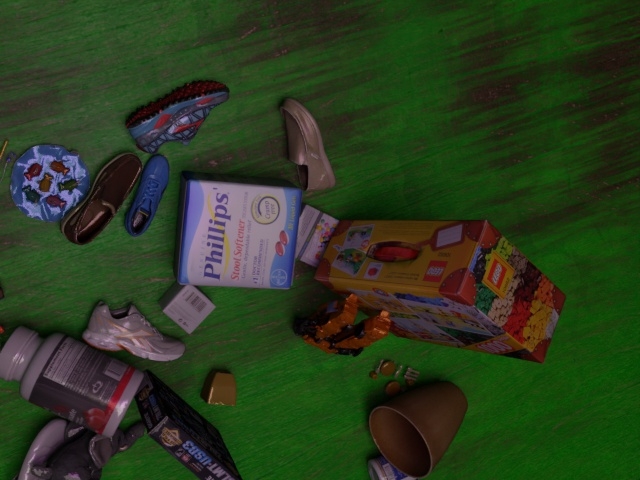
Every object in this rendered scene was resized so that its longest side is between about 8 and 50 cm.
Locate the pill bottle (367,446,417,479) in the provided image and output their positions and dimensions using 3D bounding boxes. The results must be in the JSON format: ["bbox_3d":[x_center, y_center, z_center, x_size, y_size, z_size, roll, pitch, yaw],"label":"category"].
[{"bbox_3d":[0.248,0.688,2.256,0.186,0.112,0.112,-18,109,-16],"label":"pill bottle"}]

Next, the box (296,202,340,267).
[{"bbox_3d":[0.000,0.000,2.021,0.186,0.038,0.145,26,94,-26],"label":"box"}]

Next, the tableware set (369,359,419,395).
[{"bbox_3d":[0.217,0.415,2.224,0.154,0.024,0.104,21,99,-26],"label":"tableware set"}]

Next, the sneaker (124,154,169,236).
[{"bbox_3d":[-0.418,-0.107,1.808,0.069,0.082,0.209,22,94,-23],"label":"sneaker"}]

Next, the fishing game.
[{"bbox_3d":[-0.631,-0.132,1.740,0.264,0.041,0.189,27,92,-27],"label":"fishing game"}]

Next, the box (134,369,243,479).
[{"bbox_3d":[-0.340,0.489,1.876,0.073,0.293,0.295,-44,115,-5],"label":"box"}]

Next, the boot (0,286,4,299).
[{"bbox_3d":[-0.836,0.113,1.677,0.219,0.082,0.106,-24,109,-49],"label":"boot"}]

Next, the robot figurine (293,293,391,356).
[{"bbox_3d":[0.055,0.235,1.992,0.211,0.291,0.085,29,61,-18],"label":"robot figurine"}]

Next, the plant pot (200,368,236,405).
[{"bbox_3d":[-0.271,0.394,1.998,0.081,0.081,0.083,9,88,-23],"label":"plant pot"}]

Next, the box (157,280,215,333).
[{"bbox_3d":[-0.345,0.163,1.902,0.102,0.087,0.101,-46,115,-4],"label":"box"}]

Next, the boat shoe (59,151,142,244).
[{"bbox_3d":[-0.503,-0.092,1.754,0.257,0.095,0.095,-54,132,-3],"label":"boat shoe"}]

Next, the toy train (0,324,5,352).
[{"bbox_3d":[-0.836,0.224,1.752,0.166,0.046,0.125,11,101,-20],"label":"toy train"}]

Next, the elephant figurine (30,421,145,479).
[{"bbox_3d":[-0.571,0.520,1.860,0.169,0.186,0.239,25,64,4],"label":"elephant figurine"}]

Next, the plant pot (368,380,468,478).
[{"bbox_3d":[0.313,0.528,2.191,0.254,0.237,0.237,-30,114,-36],"label":"plant pot"}]

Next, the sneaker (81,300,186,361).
[{"bbox_3d":[-0.459,0.227,1.873,0.262,0.099,0.121,17,93,-25],"label":"sneaker"}]

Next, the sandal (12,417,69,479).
[{"bbox_3d":[-0.737,0.645,1.861,0.102,0.169,0.417,15,93,18],"label":"sandal"}]

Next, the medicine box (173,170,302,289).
[{"bbox_3d":[-0.213,-0.025,1.864,0.289,0.149,0.264,3,102,-19],"label":"medicine box"}]

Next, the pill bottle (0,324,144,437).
[{"bbox_3d":[-0.603,0.329,1.774,0.318,0.176,0.176,27,93,-7],"label":"pill bottle"}]

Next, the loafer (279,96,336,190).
[{"bbox_3d":[-0.044,-0.238,1.907,0.092,0.102,0.269,-32,114,-17],"label":"loafer"}]

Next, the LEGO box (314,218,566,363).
[{"bbox_3d":[0.295,0.117,1.876,0.372,0.500,0.193,37,69,-33],"label":"LEGO box"}]

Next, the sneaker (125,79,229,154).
[{"bbox_3d":[-0.335,-0.297,1.797,0.261,0.104,0.125,-26,129,-9],"label":"sneaker"}]
